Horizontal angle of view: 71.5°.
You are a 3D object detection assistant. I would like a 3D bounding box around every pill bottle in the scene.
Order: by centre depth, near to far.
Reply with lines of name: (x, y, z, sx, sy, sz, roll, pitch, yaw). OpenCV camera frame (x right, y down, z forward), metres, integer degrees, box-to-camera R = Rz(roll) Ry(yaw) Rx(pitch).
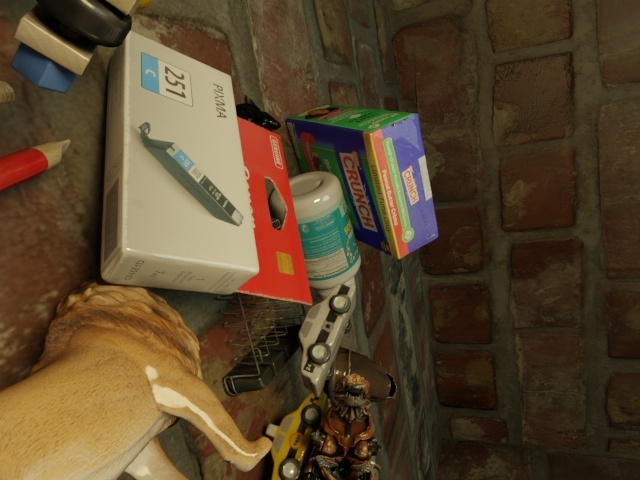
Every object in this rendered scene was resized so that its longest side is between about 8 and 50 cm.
pill bottle: (0.000, 0.000, 0.932, 0.146, 0.146, 0.264, -65, 144, -51)

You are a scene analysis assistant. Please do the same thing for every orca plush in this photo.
orca plush: (-0.114, -0.154, 0.736, 0.287, 0.102, 0.151, -59, 139, -56)

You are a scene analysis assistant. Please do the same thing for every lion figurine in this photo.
lion figurine: (-0.183, 0.142, 0.303, 0.240, 0.142, 0.392, 44, 8, 4)

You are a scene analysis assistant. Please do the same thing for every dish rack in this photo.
dish rack: (-0.105, 0.097, 0.758, 0.208, 0.074, 0.271, -38, 120, -66)

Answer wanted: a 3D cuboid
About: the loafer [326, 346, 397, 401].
loafer: (0.119, 0.357, 1.176, 0.366, 0.130, 0.133, 42, 48, -60)

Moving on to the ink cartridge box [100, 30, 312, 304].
ink cartridge box: (-0.114, -0.079, 0.534, 0.261, 0.066, 0.296, 13, 53, -40)

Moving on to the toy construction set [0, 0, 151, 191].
toy construction set: (-0.229, -0.209, 0.356, 0.237, 0.258, 0.308, -88, -167, -68)

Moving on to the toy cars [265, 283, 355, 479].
toy cars: (-0.029, 0.259, 0.778, 0.176, 0.087, 0.393, -12, 117, -73)

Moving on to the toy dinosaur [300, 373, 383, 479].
toy dinosaur: (0.042, 0.383, 0.731, 0.218, 0.164, 0.321, -79, 156, -66)

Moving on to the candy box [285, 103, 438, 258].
candy box: (0.080, -0.137, 0.941, 0.122, 0.317, 0.268, -30, 121, -23)
